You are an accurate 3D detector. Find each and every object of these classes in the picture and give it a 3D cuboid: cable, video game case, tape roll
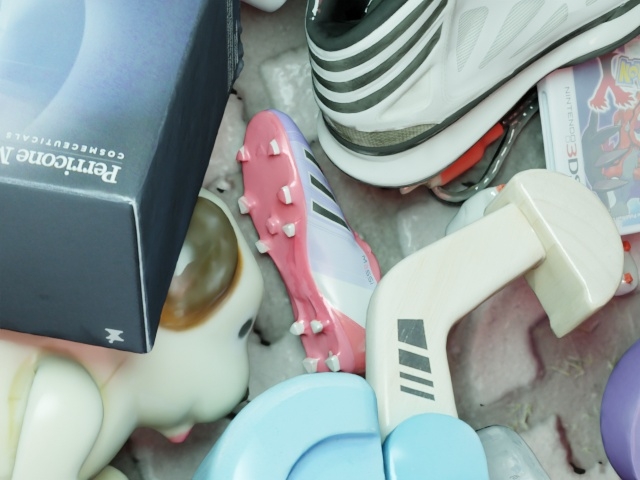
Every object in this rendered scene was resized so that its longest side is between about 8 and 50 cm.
[{"bbox_3d":[0.178,-0.126,1.379,0.287,0.072,0.139,-24,101,-7],"label":"cable"},{"bbox_3d":[0.284,-0.100,1.390,0.201,0.023,0.183,-11,96,-27],"label":"video game case"},{"bbox_3d":[0.362,0.169,1.457,0.189,0.080,0.189,-2,98,-12],"label":"tape roll"}]

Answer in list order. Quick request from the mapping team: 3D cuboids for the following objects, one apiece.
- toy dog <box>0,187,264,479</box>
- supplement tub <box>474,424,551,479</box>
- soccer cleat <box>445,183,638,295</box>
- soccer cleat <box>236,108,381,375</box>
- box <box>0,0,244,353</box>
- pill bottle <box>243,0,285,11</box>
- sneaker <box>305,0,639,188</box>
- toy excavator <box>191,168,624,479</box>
[{"bbox_3d":[-0.243,0.086,1.253,0.408,0.284,0.395,-18,83,-10],"label":"toy dog"},{"bbox_3d":[0.052,0.313,1.351,0.338,0.207,0.207,-24,102,-7],"label":"supplement tub"},{"bbox_3d":[0.203,0.005,1.415,0.196,0.076,0.068,22,52,-27],"label":"soccer cleat"},{"bbox_3d":[0.000,0.000,1.370,0.095,0.083,0.248,-23,98,-37],"label":"soccer cleat"},{"bbox_3d":[-0.228,-0.106,1.109,0.296,0.182,0.294,9,53,5],"label":"box"},{"bbox_3d":[-0.163,-0.328,1.214,0.361,0.204,0.204,24,93,-14],"label":"pill bottle"},{"bbox_3d":[0.165,-0.251,1.227,0.447,0.257,0.169,-44,65,-13],"label":"sneaker"},{"bbox_3d":[0.048,0.158,1.178,0.433,0.222,0.445,0,69,-16],"label":"toy excavator"}]
